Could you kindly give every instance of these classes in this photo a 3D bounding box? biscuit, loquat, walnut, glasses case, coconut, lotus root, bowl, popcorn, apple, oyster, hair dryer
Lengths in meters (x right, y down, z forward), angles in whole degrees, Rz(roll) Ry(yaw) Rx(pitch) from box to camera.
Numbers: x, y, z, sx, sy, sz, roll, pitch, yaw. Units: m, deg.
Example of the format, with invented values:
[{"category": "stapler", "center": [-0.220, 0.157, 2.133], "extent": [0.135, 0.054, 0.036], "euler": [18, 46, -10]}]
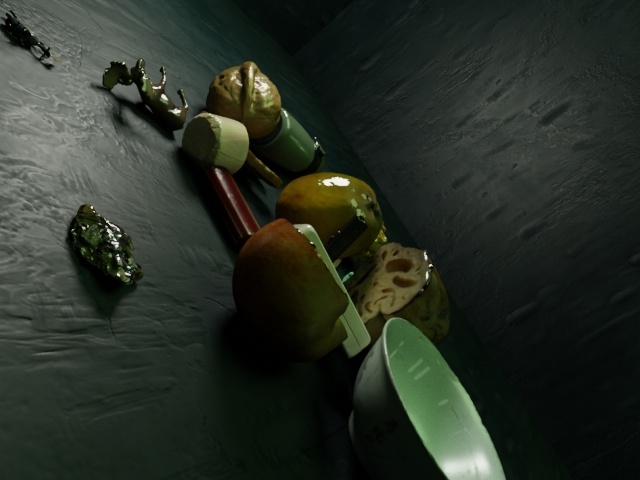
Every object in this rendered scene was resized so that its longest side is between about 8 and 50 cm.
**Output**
[{"category": "biscuit", "center": [-0.231, -0.249, 1.392], "extent": [0.295, 0.044, 0.186], "euler": [41, -5, -30]}, {"category": "loquat", "center": [0.019, -0.066, 1.360], "extent": [0.276, 0.284, 0.275], "euler": [-16, 90, -70]}, {"category": "walnut", "center": [-0.228, -0.410, 1.485], "extent": [0.225, 0.257, 0.257], "euler": [11, 33, -16]}, {"category": "glasses case", "center": [-0.002, 0.113, 1.118], "extent": [0.312, 0.070, 0.131], "euler": [63, -22, -13]}, {"category": "coconut", "center": [-0.251, -0.236, 1.222], "extent": [0.153, 0.147, 0.147], "euler": [1, 54, -60]}, {"category": "lotus root", "center": [0.199, 0.194, 1.294], "extent": [0.250, 0.316, 0.316], "euler": [57, 15, -19]}, {"category": "bowl", "center": [0.188, 0.397, 1.040], "extent": [0.435, 0.196, 0.434], "euler": [45, 21, -22]}, {"category": "popcorn", "center": [0.125, -0.038, 1.735], "extent": [0.250, 0.190, 0.250], "euler": [53, 18, -25]}, {"category": "apple", "center": [-0.076, 0.112, 0.934], "extent": [0.251, 0.163, 0.293], "euler": [47, -21, 28]}, {"category": "oyster", "center": [-0.319, 0.002, 0.745], "extent": [0.148, 0.051, 0.103], "euler": [42, 10, 0]}, {"category": "hair dryer", "center": [0.012, 0.027, 1.226], "extent": [0.197, 0.251, 0.089], "euler": [47, 2, -11]}]

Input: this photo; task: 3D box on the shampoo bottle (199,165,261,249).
[{"category": "shampoo bottle", "center": [-0.191, -0.053, 1.151], "extent": [0.260, 0.064, 0.102], "euler": [59, 13, 17]}]

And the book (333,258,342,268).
[{"category": "book", "center": [0.000, 0.000, 1.622], "extent": [0.198, 0.016, 0.138], "euler": [53, 17, 0]}]

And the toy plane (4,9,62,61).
[{"category": "toy plane", "center": [-0.546, -0.382, 0.932], "extent": [0.121, 0.031, 0.049], "euler": [43, 11, -21]}]

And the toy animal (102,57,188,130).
[{"category": "toy animal", "center": [-0.392, -0.345, 1.154], "extent": [0.214, 0.094, 0.186], "euler": [52, 24, -33]}]

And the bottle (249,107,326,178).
[{"category": "bottle", "center": [-0.102, -0.330, 1.749], "extent": [0.347, 0.168, 0.168], "euler": [27, 31, -60]}]

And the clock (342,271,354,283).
[{"category": "clock", "center": [0.110, 0.162, 1.550], "extent": [0.101, 0.041, 0.135], "euler": [51, 17, -7]}]
